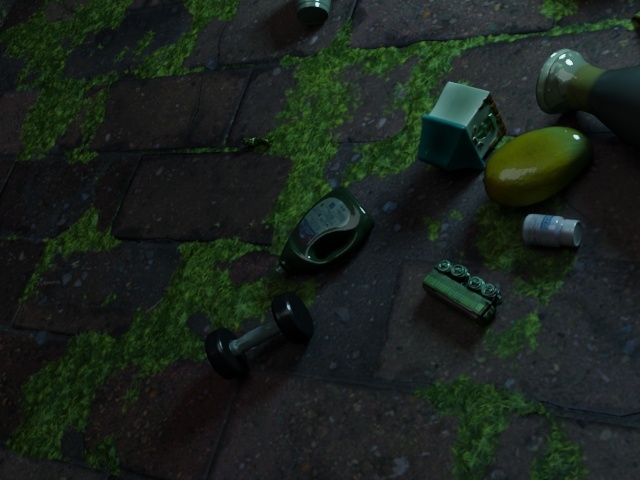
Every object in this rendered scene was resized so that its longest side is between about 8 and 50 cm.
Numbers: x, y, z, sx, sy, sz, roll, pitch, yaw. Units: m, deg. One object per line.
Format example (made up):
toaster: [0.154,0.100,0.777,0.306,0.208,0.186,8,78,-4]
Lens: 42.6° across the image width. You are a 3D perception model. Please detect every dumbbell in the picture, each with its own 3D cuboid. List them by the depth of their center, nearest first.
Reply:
dumbbell: [-0.115,0.179,1.540,0.191,0.100,0.100,-28,51,14]

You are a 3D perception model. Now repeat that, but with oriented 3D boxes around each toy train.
toy train: [0.243,0.085,1.410,0.148,0.038,0.071,33,82,42]

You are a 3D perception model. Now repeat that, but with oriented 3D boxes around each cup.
cup: [-0.017,-0.592,1.957,0.120,0.120,0.141,-10,71,27]

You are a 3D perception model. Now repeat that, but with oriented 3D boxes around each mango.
mango: [0.375,-0.130,1.424,0.194,0.092,0.130,-21,51,15]

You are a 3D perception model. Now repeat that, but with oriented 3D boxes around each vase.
vase: [0.517,-0.229,1.351,0.321,0.173,0.173,31,81,45]

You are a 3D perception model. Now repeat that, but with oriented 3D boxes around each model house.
model house: [0.255,-0.195,1.518,0.100,0.127,0.149,27,76,41]

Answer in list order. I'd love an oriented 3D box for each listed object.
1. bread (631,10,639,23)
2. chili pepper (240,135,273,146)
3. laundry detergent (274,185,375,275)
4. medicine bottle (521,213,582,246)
bread: [0.637,-0.389,1.470,0.074,0.084,0.139,-42,18,4]
chili pepper: [-0.143,-0.226,1.860,0.083,0.022,0.027,4,63,30]
laundry detergent: [0.000,0.000,1.603,0.211,0.063,0.137,-42,55,4]
medicine bottle: [0.386,-0.015,1.371,0.089,0.052,0.052,7,66,35]
